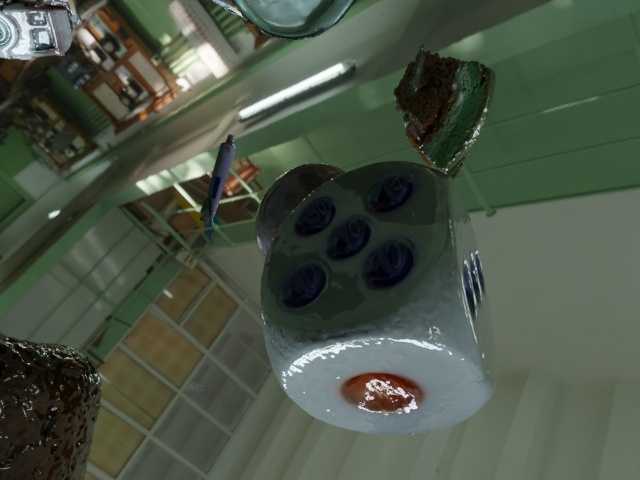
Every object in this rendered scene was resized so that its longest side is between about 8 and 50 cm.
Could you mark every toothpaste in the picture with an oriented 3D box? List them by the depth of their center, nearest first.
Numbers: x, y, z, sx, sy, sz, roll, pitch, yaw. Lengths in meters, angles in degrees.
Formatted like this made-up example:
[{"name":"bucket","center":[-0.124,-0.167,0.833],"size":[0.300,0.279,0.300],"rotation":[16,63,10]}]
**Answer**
[{"name":"toothpaste","center":[-0.188,-0.112,0.907],"size":[0.045,0.028,0.170],"rotation":[23,-82,45]}]

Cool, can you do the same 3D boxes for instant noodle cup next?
[{"name":"instant noodle cup","center":[-0.072,-0.439,0.732],"size":[0.284,0.284,0.312],"rotation":[-35,-139,9]}]

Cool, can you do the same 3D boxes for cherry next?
[{"name":"cherry","center":[0.000,0.000,0.914],"size":[0.221,0.308,0.261],"rotation":[-24,160,-17]}]

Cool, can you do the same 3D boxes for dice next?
[{"name":"dice","center":[0.080,0.076,0.623],"size":[0.243,0.259,0.251],"rotation":[-13,-135,24]}]

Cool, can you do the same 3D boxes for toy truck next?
[{"name":"toy truck","center":[-0.397,-0.375,0.630],"size":[0.135,0.271,0.114],"rotation":[-10,-128,-19]}]

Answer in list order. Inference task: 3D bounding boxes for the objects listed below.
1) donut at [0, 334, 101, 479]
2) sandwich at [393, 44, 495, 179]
[{"name":"donut","center":[-0.213,0.124,0.321],"size":[0.144,0.186,0.126],"rotation":[-11,-116,44]},{"name":"sandwich","center":[0.182,-0.204,0.786],"size":[0.109,0.159,0.185],"rotation":[-11,123,-68]}]
